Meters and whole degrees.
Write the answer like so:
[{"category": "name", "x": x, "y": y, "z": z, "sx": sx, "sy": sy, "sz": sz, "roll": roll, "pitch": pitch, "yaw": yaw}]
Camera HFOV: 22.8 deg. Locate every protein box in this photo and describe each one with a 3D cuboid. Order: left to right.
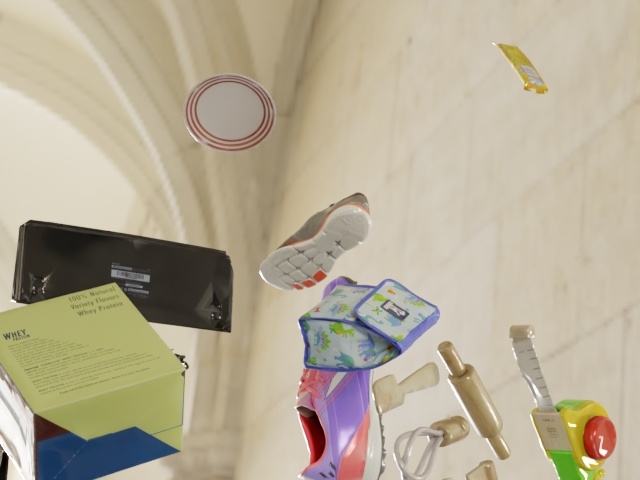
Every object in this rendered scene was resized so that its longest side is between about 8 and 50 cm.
[{"category": "protein box", "x": -0.301, "y": 0.180, "z": 1.959, "sx": 0.200, "sy": 0.201, "sz": 0.136, "roll": -15, "pitch": -52, "yaw": -29}]

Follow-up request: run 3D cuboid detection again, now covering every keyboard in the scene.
[{"category": "keyboard", "x": -0.267, "y": 0.089, "z": 2.172, "sx": 0.317, "sy": 0.201, "sz": 0.033, "roll": 10, "pitch": -19, "yaw": -25}]

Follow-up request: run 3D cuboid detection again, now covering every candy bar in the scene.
[{"category": "candy bar", "x": 0.288, "y": -0.251, "z": 2.279, "sx": 0.040, "sy": 0.161, "sz": 0.018, "roll": 11, "pitch": -62, "yaw": -18}]

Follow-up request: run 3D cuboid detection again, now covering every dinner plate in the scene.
[{"category": "dinner plate", "x": -0.138, "y": -0.196, "z": 2.411, "sx": 0.141, "sy": 0.017, "sz": 0.141, "roll": 2, "pitch": -53, "yaw": 2}]

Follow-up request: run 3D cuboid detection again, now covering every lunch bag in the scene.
[{"category": "lunch bag", "x": 0.065, "y": 0.113, "z": 2.076, "sx": 0.151, "sy": 0.096, "sz": 0.129, "roll": 4, "pitch": 23, "yaw": 28}]

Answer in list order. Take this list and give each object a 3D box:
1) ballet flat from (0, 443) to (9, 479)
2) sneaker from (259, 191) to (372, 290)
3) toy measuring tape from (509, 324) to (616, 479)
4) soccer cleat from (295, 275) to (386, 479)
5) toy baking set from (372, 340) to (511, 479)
[{"category": "ballet flat", "x": -0.486, "y": 0.387, "z": 2.378, "sx": 0.058, "sy": 0.250, "sz": 0.084, "roll": -2, "pitch": -8, "yaw": 0}, {"category": "sneaker", "x": 0.000, "y": 0.000, "z": 1.779, "sx": 0.158, "sy": 0.065, "sz": 0.061, "roll": -32, "pitch": -67, "yaw": 27}, {"category": "toy measuring tape", "x": 0.380, "y": 0.250, "z": 2.457, "sx": 0.121, "sy": 0.121, "sz": 0.330, "roll": -9, "pitch": -66, "yaw": 33}, {"category": "soccer cleat", "x": 0.017, "y": 0.196, "z": 2.254, "sx": 0.116, "sy": 0.318, "sz": 0.108, "roll": 4, "pitch": -24, "yaw": -20}, {"category": "toy baking set", "x": 0.129, "y": 0.200, "z": 1.551, "sx": 0.030, "sy": 0.197, "sz": 0.256, "roll": -12, "pitch": -60, "yaw": 28}]
